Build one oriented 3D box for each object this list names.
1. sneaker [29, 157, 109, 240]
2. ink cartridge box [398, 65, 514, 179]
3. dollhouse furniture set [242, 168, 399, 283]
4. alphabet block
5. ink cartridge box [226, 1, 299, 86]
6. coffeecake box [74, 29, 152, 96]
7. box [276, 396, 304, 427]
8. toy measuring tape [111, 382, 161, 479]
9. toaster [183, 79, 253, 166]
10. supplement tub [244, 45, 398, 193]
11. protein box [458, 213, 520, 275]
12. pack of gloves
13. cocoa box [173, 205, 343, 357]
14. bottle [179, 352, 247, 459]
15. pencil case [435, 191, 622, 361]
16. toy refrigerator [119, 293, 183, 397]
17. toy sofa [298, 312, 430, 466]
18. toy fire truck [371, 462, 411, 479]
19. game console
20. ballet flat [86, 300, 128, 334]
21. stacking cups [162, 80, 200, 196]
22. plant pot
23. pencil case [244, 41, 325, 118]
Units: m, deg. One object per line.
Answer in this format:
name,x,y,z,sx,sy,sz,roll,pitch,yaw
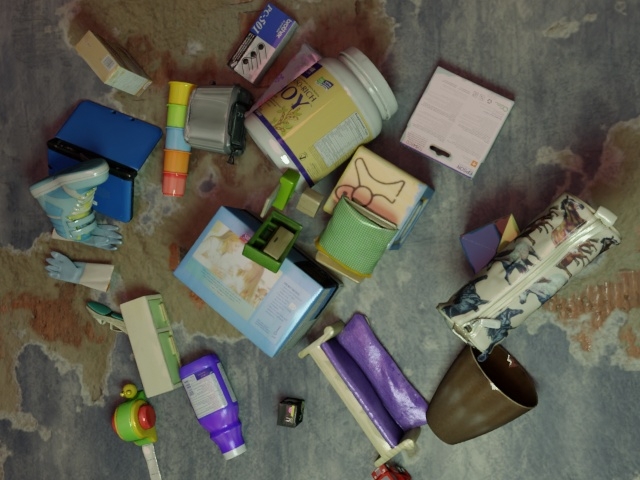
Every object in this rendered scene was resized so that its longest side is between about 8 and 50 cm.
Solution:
sneaker,-0.664,-0.106,2.007,0.318,0.127,0.208,-9,111,41
ink cartridge box,0.348,-0.301,1.838,0.223,0.045,0.224,30,97,14
dollhouse furniture set,0.000,0.000,1.674,0.301,0.151,0.198,29,133,3
alphabet block,0.151,-0.103,1.810,0.197,0.193,0.192,33,96,13
ink cartridge box,-0.160,-0.540,1.973,0.097,0.046,0.207,38,98,11
coffeecake box,-0.578,-0.493,2.008,0.068,0.185,0.142,-43,80,10
box,-0.079,0.461,1.916,0.052,0.083,0.062,6,90,15
toy measuring tape,-0.513,0.568,2.012,0.121,0.121,0.330,-15,86,14
toaster,-0.282,-0.323,1.962,0.146,0.129,0.227,10,94,18
supplement tub,0.003,-0.303,1.789,0.331,0.241,0.241,-38,80,-2
protein box,0.438,0.056,1.728,0.135,0.201,0.200,-24,83,12
pack of gloves,-0.694,0.036,2.113,0.231,0.046,0.195,13,78,15
cocoa box,-0.157,0.102,1.868,0.347,0.228,0.231,38,98,12
bottle,-0.287,0.458,1.965,0.118,0.092,0.283,-27,83,13
pencil case,0.443,0.072,1.528,0.410,0.183,0.160,-43,97,9
toy refrigerator,-0.464,0.292,2.010,0.094,0.102,0.270,-20,84,13
toy sofa,0.123,0.372,1.832,0.177,0.150,0.363,-38,80,12
toy fire truck,0.216,0.641,1.810,0.047,0.192,0.135,-44,51,9
game console,-0.631,-0.233,2.101,0.293,0.173,0.250,22,126,14
ballet flat,-0.615,0.230,2.075,0.168,0.057,0.053,21,104,14
stacking cups,-0.404,-0.283,2.016,0.095,0.096,0.317,10,95,14
plant pot,0.373,0.391,1.756,0.215,0.215,0.230,45,115,11
pencil case,-0.085,-0.398,1.918,0.273,0.113,0.124,-50,62,8
